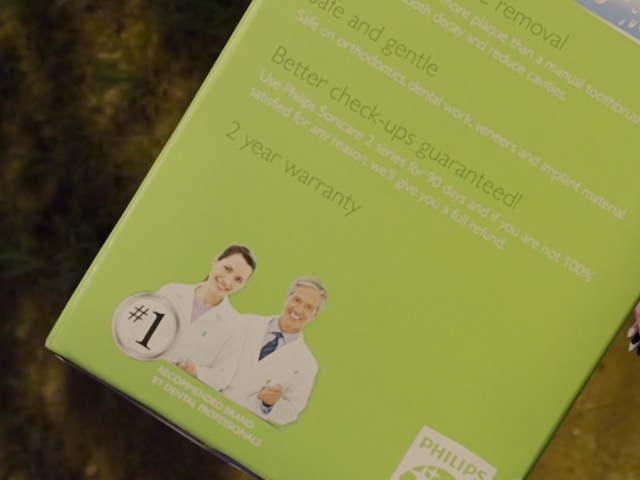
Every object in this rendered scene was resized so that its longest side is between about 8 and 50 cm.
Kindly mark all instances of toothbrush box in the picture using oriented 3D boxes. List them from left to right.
[{"bbox_3d":[0.059,-0.069,0.423,0.283,0.122,0.206,-60,0,3],"label":"toothbrush box"}]

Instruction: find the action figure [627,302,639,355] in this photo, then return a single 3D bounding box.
[{"bbox_3d":[0.519,0.052,1.528,0.370,0.276,0.248,-3,112,43],"label":"action figure"}]
